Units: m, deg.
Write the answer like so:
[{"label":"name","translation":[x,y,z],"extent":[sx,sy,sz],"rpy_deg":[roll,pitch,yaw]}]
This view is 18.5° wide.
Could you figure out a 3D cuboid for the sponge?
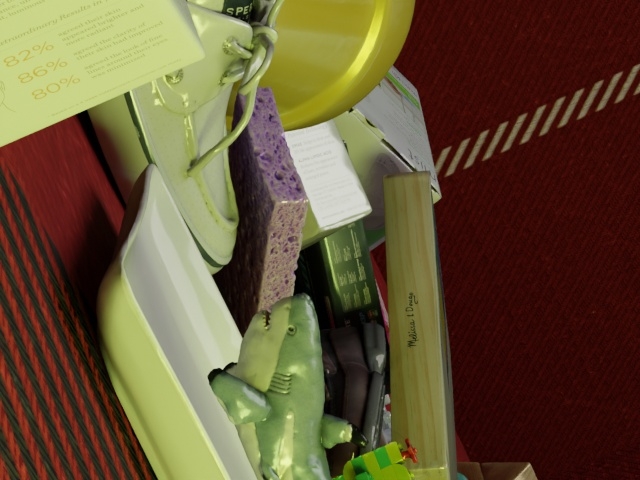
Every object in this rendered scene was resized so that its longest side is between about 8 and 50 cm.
[{"label":"sponge","translation":[-0.047,-0.001,1.492],"extent":[0.210,0.031,0.117],"rpy_deg":[101,-23,-47]}]

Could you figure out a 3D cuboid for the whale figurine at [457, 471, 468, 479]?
[{"label":"whale figurine","translation":[0.195,0.359,2.224],"extent":[0.272,0.141,0.216],"rpy_deg":[18,55,-74]}]

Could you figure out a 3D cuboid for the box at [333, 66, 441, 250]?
[{"label":"box","translation":[-0.001,-0.153,2.174],"extent":[0.262,0.127,0.231],"rpy_deg":[41,23,-30]}]

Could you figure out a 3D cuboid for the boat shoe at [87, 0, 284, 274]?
[{"label":"boat shoe","translation":[-0.085,-0.150,1.340],"extent":[0.136,0.156,0.367],"rpy_deg":[-81,157,-67]}]

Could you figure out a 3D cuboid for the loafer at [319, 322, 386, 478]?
[{"label":"loafer","translation":[0.007,0.147,1.728],"extent":[0.302,0.095,0.109],"rpy_deg":[-80,177,-75]}]

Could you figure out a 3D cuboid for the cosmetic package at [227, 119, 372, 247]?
[{"label":"cosmetic package","translation":[-0.056,-0.102,1.824],"extent":[0.085,0.117,0.231],"rpy_deg":[-21,85,-47]}]

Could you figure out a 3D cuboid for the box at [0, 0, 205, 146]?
[{"label":"box","translation":[-0.143,-0.127,0.864],"extent":[0.170,0.130,0.091],"rpy_deg":[59,10,-65]}]

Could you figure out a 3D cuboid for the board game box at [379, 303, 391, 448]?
[{"label":"board game box","translation":[0.058,0.118,2.338],"extent":[0.390,0.050,0.390],"rpy_deg":[69,3,-47]}]

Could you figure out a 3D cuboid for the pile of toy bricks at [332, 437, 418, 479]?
[{"label":"pile of toy bricks","translation":[0.028,0.187,1.477],"extent":[0.118,0.105,0.212],"rpy_deg":[52,15,-74]}]

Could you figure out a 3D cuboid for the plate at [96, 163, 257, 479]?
[{"label":"plate","translation":[-0.065,0.109,1.155],"extent":[0.277,0.045,0.278],"rpy_deg":[-93,160,-76]}]

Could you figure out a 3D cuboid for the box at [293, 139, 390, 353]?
[{"label":"box","translation":[0.000,0.000,1.966],"extent":[0.175,0.051,0.220],"rpy_deg":[-151,-133,-71]}]

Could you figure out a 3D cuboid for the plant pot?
[{"label":"plant pot","translation":[-0.073,-0.212,1.631],"extent":[0.254,0.254,0.239],"rpy_deg":[67,20,3]}]

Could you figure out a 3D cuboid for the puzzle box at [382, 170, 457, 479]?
[{"label":"puzzle box","translation":[0.102,0.162,1.941],"extent":[0.409,0.052,0.272],"rpy_deg":[-89,172,-48]}]

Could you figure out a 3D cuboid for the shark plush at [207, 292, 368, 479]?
[{"label":"shark plush","translation":[-0.007,0.114,1.086],"extent":[0.073,0.067,0.161],"rpy_deg":[51,16,-75]}]

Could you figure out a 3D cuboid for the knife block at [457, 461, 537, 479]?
[{"label":"knife block","translation":[0.176,0.387,2.554],"extent":[0.276,0.242,0.088],"rpy_deg":[-6,-66,47]}]
